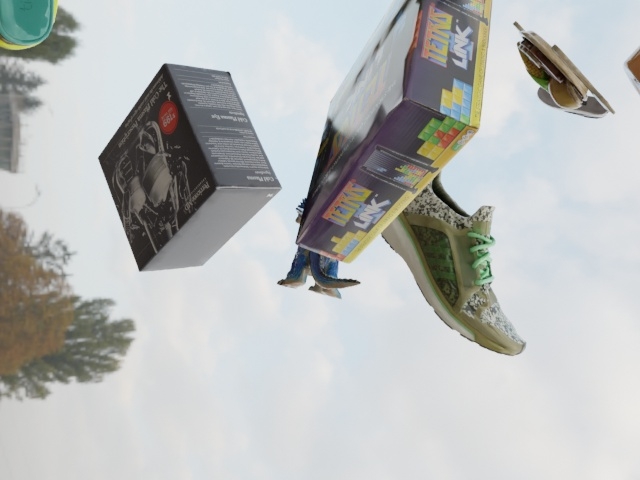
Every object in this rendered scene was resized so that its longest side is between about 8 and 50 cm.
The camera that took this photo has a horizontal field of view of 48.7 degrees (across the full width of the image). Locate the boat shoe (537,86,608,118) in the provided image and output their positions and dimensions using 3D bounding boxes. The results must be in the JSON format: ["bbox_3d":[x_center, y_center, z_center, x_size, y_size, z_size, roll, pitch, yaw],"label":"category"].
[{"bbox_3d":[0.499,-0.271,1.402,0.142,0.040,0.049,22,-94,19],"label":"boat shoe"}]

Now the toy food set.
[{"bbox_3d":[0.297,-0.216,0.913,0.038,0.132,0.192,-44,-162,18],"label":"toy food set"}]

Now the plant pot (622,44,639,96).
[{"bbox_3d":[0.683,-0.294,1.251,0.204,0.291,0.290,-35,-123,23],"label":"plant pot"}]

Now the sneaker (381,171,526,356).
[{"bbox_3d":[0.255,0.020,1.269,0.182,0.158,0.410,-41,-101,23],"label":"sneaker"}]

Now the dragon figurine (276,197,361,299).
[{"bbox_3d":[0.000,0.000,0.956,0.289,0.085,0.143,159,-56,-83],"label":"dragon figurine"}]

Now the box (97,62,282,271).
[{"bbox_3d":[-0.297,-0.150,1.544,0.343,0.179,0.312,-41,-114,38],"label":"box"}]

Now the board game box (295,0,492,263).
[{"bbox_3d":[0.044,-0.084,0.465,0.170,0.048,0.141,129,-21,-54],"label":"board game box"}]

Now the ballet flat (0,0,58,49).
[{"bbox_3d":[-0.221,-0.256,0.507,0.077,0.077,0.230,34,-62,41],"label":"ballet flat"}]
